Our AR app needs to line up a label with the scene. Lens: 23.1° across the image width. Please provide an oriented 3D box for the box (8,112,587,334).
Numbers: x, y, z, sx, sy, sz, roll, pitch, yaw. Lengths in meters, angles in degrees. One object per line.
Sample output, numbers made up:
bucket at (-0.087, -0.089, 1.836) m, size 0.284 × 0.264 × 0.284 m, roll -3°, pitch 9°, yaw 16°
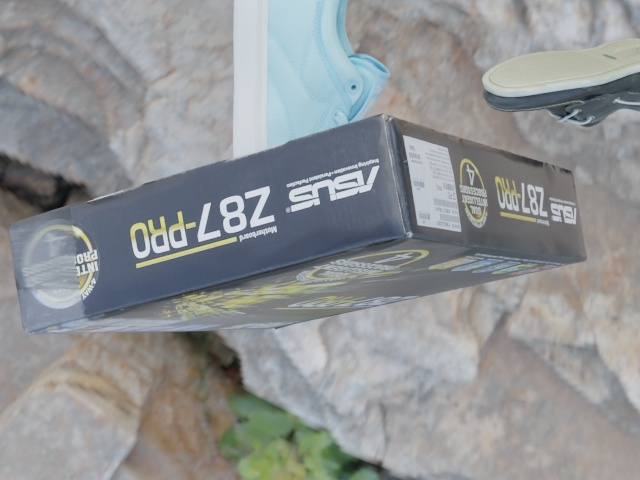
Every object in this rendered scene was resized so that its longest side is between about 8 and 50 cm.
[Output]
box at (0.000, 0.000, 1.238) m, size 0.318 × 0.395 × 0.097 m, roll -12°, pitch 82°, yaw 25°

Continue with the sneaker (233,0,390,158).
sneaker at (-0.006, -0.126, 1.567) m, size 0.150 × 0.135 × 0.366 m, roll 1°, pitch 105°, yaw 9°

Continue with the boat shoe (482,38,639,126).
boat shoe at (0.254, -0.142, 1.512) m, size 0.084 × 0.233 × 0.079 m, roll 36°, pitch 128°, yaw 47°
